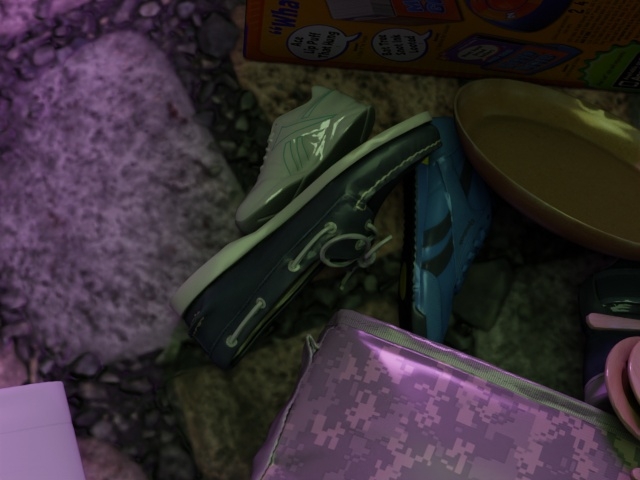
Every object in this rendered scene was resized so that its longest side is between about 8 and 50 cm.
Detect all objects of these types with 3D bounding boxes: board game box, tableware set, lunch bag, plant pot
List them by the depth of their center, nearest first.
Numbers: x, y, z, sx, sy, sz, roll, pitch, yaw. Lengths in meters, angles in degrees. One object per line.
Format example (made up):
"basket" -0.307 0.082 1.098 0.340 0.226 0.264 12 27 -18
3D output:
"tableware set" 0.287 0.105 0.940 0.194 0.039 0.128 6 58 -29
"lunch bag" 0.082 0.208 0.952 0.287 0.169 0.235 26 71 -2
"board game box" 0.132 -0.358 1.027 0.356 0.356 0.356 4 73 -4
"plant pot" 0.208 -0.053 1.048 0.236 0.032 0.236 18 31 -11

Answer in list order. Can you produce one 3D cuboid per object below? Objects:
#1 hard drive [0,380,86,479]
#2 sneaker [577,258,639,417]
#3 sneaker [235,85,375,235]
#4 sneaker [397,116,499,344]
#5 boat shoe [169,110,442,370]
"hard drive" -0.250 0.285 0.913 0.233 0.047 0.353 -5 71 -36
"sneaker" 0.299 0.091 1.048 0.226 0.086 0.163 23 45 -24
"sneaker" -0.023 -0.066 1.091 0.061 0.053 0.152 35 70 22
"sneaker" 0.107 -0.002 1.069 0.082 0.069 0.209 7 73 -7
"boat shoe" 0.000 0.000 1.026 0.254 0.095 0.079 -38 81 0
